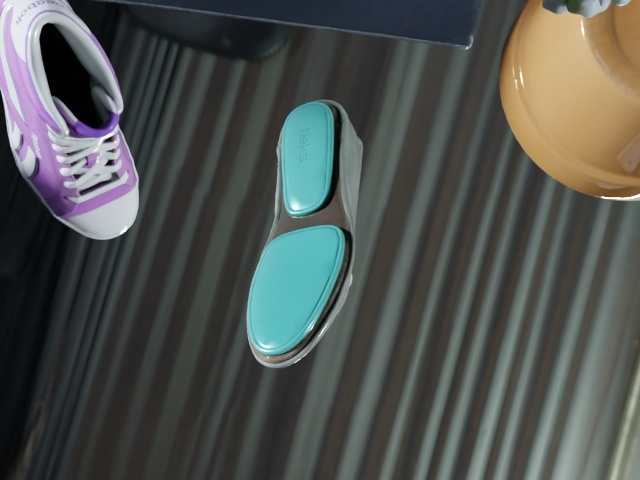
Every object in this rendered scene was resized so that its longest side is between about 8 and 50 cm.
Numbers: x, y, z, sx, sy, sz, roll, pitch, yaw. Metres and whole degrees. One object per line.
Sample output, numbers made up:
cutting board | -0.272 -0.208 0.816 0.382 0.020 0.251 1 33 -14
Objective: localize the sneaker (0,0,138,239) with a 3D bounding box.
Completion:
sneaker | -0.213 -0.088 1.014 0.161 0.102 0.282 43 158 47

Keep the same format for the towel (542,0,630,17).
towel | 0.278 -0.353 0.762 0.320 0.374 0.090 -28 -129 -35

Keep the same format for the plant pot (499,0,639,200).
plant pot | 0.355 -0.203 1.263 0.291 0.291 0.203 15 170 1

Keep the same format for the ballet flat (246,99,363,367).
ballet flat | 0.000 0.000 0.786 0.072 0.213 0.068 -10 143 24

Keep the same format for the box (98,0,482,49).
box | -0.032 -0.336 0.613 0.293 0.395 0.212 8 -149 -1
